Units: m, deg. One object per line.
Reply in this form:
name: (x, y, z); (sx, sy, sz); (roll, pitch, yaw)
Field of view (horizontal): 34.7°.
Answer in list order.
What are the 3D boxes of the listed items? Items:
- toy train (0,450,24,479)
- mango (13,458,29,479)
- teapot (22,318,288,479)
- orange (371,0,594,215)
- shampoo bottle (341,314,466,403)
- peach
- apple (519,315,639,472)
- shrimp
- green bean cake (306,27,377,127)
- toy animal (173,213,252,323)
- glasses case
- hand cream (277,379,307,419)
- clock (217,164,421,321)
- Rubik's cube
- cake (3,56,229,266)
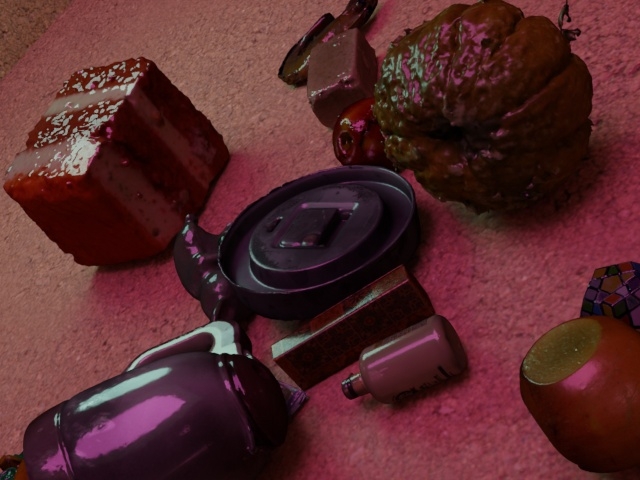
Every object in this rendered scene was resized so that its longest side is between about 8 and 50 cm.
toy train: (-0.401, 0.356, 1.542); (0.227, 0.091, 0.136); (-2, 40, 42)
mango: (-0.381, 0.433, 1.365); (0.177, 0.120, 0.295); (148, 137, -65)
teapot: (-0.198, 0.242, 1.368); (0.312, 0.233, 0.315); (-28, 34, 4)
orange: (0.207, -0.175, 1.368); (0.301, 0.300, 0.223); (12, 39, 25)
shampoo bottle: (0.099, 0.159, 1.297); (0.162, 0.079, 0.079); (-28, 36, 17)
peach: (0.105, -0.170, 1.652); (0.172, 0.127, 0.092); (-24, 20, -23)
apple: (0.295, 0.156, 1.059); (0.147, 0.146, 0.163); (-41, 18, 12)
shrimp: (0.008, -0.406, 2.045); (0.253, 0.058, 0.173); (-50, 27, -11)
green bean cake: (0.039, -0.298, 1.859); (0.109, 0.085, 0.179); (-22, 37, 24)
toy animal: (-0.159, 0.077, 1.622); (0.125, 0.127, 0.251); (-16, 46, -4)
glasses case: (0.043, 0.118, 1.401); (0.218, 0.075, 0.049); (-32, 32, 12)
hand cream: (-0.119, 0.215, 1.477); (0.235, 0.055, 0.086); (22, 71, 44)
clock: (0.000, -0.001, 1.522); (0.312, 0.061, 0.313); (-16, 33, 11)
Rubik's cube: (0.343, 0.076, 1.148); (0.111, 0.111, 0.093); (-38, 10, 2)
cake: (-0.375, -0.138, 1.910); (0.270, 0.269, 0.320); (-4, 50, 40)
